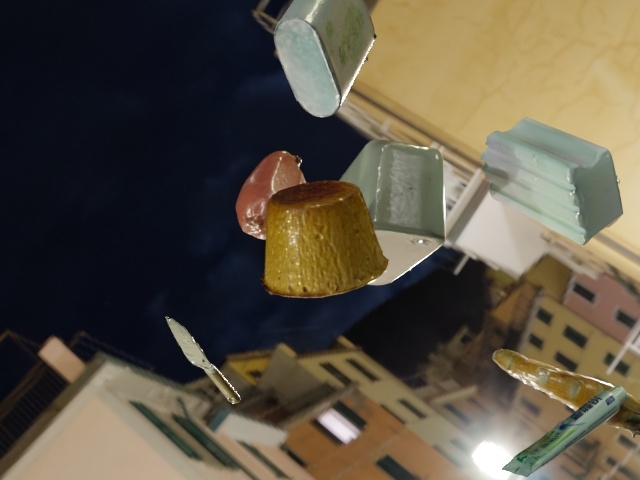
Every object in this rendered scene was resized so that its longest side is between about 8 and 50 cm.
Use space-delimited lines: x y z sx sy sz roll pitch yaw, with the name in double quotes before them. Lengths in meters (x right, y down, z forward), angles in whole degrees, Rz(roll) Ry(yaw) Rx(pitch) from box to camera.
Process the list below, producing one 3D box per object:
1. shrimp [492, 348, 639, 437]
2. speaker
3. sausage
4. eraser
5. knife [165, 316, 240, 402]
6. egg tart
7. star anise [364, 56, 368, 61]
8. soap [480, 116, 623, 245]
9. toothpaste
"shrimp" 0.556 0.327 2.102 0.085 0.445 0.272 -67 16 -1
"speaker" 0.115 -0.047 1.977 0.406 0.183 0.184 132 144 -70
"sausage" -0.104 -0.095 2.162 0.254 0.148 0.148 -66 -4 -60
"eraser" 0.011 -0.326 1.578 0.174 0.081 0.227 64 -151 -30
"knife" -0.221 0.228 1.845 0.017 0.047 0.298 -67 -30 -30
"egg tart" 0.000 0.000 1.604 0.215 0.215 0.171 -25 -67 -44
"star anise" 0.031 -0.350 1.918 0.129 0.056 0.124 -3 -15 -10
"soap" 0.414 -0.119 1.808 0.095 0.289 0.173 -30 -59 -14
"toothpaste" 0.448 0.343 1.779 0.297 0.075 0.048 -27 -78 -29
